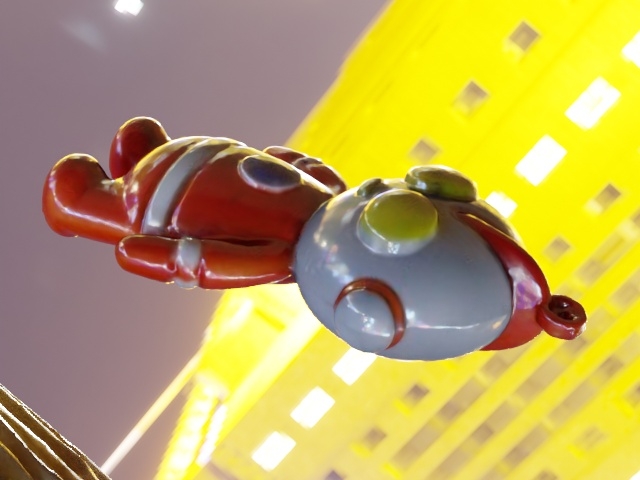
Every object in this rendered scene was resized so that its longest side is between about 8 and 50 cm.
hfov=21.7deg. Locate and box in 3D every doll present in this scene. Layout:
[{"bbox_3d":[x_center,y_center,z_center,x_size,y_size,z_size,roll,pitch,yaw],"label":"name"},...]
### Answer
[{"bbox_3d":[0.000,0.000,0.727,0.245,0.076,0.142,15,-151,25],"label":"doll"}]

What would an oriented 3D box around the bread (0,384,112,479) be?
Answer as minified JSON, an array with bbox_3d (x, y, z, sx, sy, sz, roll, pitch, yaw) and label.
[{"bbox_3d":[-0.209,0.194,0.749,0.156,0.288,0.204,43,-162,22],"label":"bread"}]
